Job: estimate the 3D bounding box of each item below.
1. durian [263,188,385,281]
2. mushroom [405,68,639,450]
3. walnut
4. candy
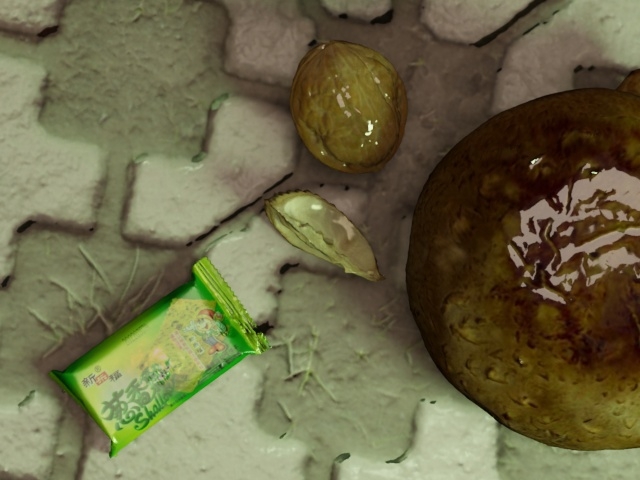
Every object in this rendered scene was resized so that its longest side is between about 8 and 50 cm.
[{"bbox_3d":[0.006,-0.008,1.565,0.130,0.066,0.052,35,85,-11],"label":"durian"},{"bbox_3d":[0.243,0.030,1.511,0.345,0.239,0.345,0,89,21],"label":"mushroom"},{"bbox_3d":[0.025,-0.118,1.553,0.105,0.105,0.124,-28,105,-5],"label":"walnut"},{"bbox_3d":[-0.144,0.106,1.562,0.178,0.032,0.102,-36,90,-5],"label":"candy"}]
